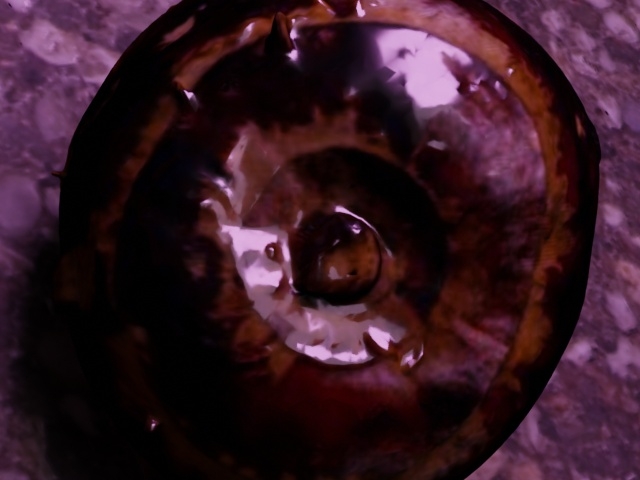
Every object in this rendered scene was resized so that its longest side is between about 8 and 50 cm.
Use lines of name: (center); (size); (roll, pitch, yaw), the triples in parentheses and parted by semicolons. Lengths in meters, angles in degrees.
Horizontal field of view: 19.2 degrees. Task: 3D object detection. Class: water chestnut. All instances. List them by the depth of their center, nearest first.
water chestnut: (0.000, 0.000, 0.987); (0.300, 0.300, 0.300); (19, 50, -24)
